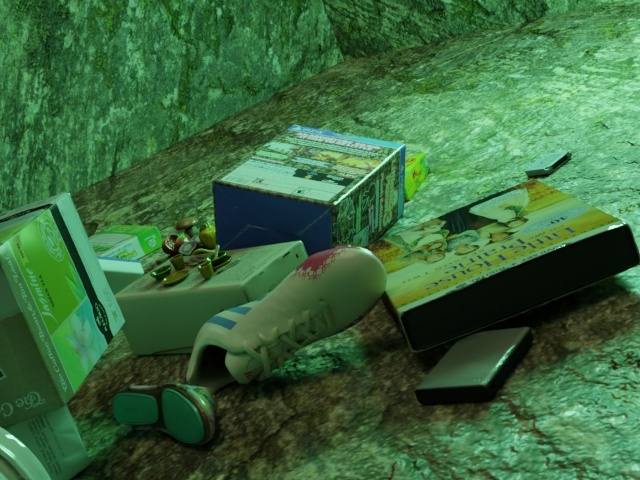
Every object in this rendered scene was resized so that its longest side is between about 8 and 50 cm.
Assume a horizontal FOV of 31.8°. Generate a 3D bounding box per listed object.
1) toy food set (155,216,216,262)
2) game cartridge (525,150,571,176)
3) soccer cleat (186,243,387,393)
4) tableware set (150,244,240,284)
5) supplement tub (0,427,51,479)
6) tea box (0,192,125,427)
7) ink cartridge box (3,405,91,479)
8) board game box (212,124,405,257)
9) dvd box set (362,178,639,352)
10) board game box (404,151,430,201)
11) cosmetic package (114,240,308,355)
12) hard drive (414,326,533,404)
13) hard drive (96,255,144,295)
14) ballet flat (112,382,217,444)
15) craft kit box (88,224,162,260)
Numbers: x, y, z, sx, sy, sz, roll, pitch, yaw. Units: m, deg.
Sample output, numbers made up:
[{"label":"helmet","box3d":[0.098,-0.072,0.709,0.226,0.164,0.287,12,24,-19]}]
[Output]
[{"label":"toy food set","box3d":[-0.271,-0.006,2.350,0.128,0.071,0.218,-31,17,-32]},{"label":"game cartridge","box3d":[0.402,-0.135,1.991,0.056,0.017,0.083,0,25,45]},{"label":"soccer cleat","box3d":[-0.048,0.122,1.495,0.331,0.116,0.143,-30,22,35]},{"label":"tableware set","box3d":[-0.202,0.038,1.758,0.104,0.024,0.154,-30,18,-28]},{"label":"supplement tub","box3d":[-0.409,0.329,1.038,0.241,0.241,0.331,-15,16,22]},{"label":"tea box","box3d":[-0.478,0.115,1.480,0.329,0.220,0.323,-19,14,7]},{"label":"ink cartridge box","box3d":[-0.463,0.306,1.435,0.197,0.114,0.273,-7,21,45]},{"label":"board game box","box3d":[-0.014,-0.073,1.954,0.232,0.141,0.291,13,29,24]},{"label":"dvd box set","box3d":[0.223,0.021,1.555,0.307,0.062,0.420,-22,11,0]},{"label":"board game box","box3d":[0.149,-0.117,2.218,0.092,0.043,0.181,-15,16,24]},{"label":"cosmetic package","box3d":[-0.166,0.094,1.777,0.309,0.113,0.160,-8,20,42]},{"label":"hard drive","box3d":[0.179,0.144,1.301,0.094,0.022,0.135,-10,18,37]},{"label":"hard drive","box3d":[-0.501,0.086,2.020,0.210,0.040,0.318,-32,-21,27]},{"label":"ballet flat","box3d":[-0.186,0.219,1.468,0.079,0.077,0.221,-8,3,-41]},{"label":"craft kit box","box3d":[-0.519,0.038,2.573,0.246,0.061,0.250,-32,18,-28]}]
